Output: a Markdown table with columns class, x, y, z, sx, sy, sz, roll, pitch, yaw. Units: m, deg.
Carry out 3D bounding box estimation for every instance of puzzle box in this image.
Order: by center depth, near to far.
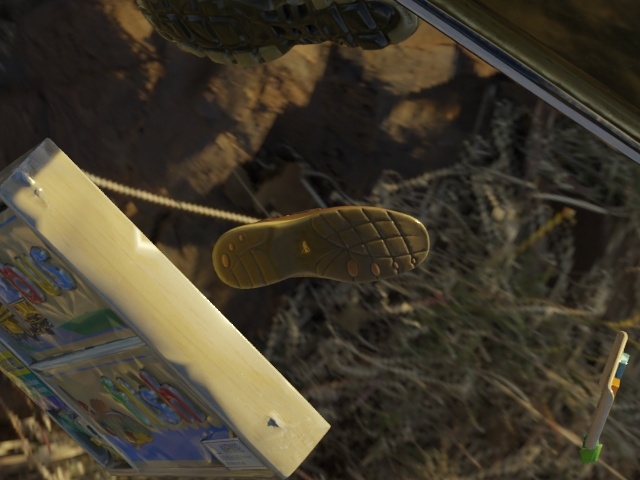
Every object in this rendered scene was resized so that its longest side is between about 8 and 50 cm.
| class | x | y | z | sx | sy | sz | roll | pitch | yaw |
| --- | --- | --- | --- | --- | --- | --- | --- | --- | --- |
| puzzle box | -0.178 | 0.071 | 1.189 | 0.272 | 0.409 | 0.052 | 47 | 67 | -11 |

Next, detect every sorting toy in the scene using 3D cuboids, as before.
| class | x | y | z | sx | sy | sz | roll | pitch | yaw |
| --- | --- | --- | --- | --- | --- | --- | --- | --- | --- |
| sorting toy | 0.186 | 0.108 | 1.031 | 0.012 | 0.062 | 0.083 | 17 | 132 | 7 |

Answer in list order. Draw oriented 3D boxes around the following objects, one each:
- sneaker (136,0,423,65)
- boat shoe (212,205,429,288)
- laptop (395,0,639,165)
| class | x | y | z | sx | sy | sz | roll | pitch | yaw |
| --- | --- | --- | --- | --- | --- | --- | --- | --- | --- |
| sneaker | -0.027 | -0.211 | 1.306 | 0.101 | 0.267 | 0.106 | 55 | 45 | -50 |
| boat shoe | 0.000 | 0.000 | 1.307 | 0.178 | 0.060 | 0.064 | -5 | 104 | -1 |
| laptop | 0.127 | -0.037 | 0.615 | 0.382 | 0.408 | 0.236 | 34 | 70 | -6 |
